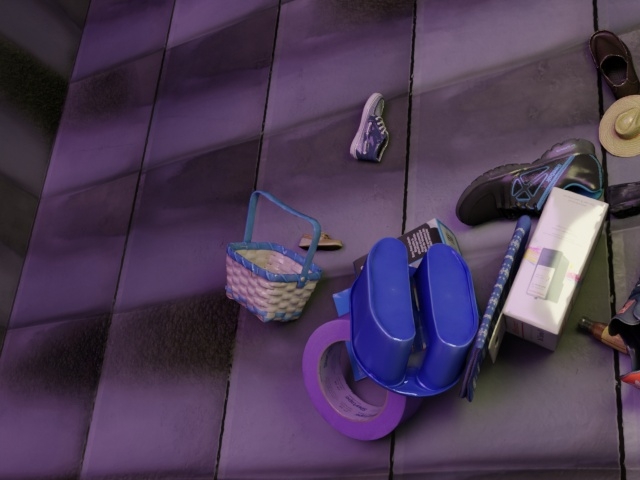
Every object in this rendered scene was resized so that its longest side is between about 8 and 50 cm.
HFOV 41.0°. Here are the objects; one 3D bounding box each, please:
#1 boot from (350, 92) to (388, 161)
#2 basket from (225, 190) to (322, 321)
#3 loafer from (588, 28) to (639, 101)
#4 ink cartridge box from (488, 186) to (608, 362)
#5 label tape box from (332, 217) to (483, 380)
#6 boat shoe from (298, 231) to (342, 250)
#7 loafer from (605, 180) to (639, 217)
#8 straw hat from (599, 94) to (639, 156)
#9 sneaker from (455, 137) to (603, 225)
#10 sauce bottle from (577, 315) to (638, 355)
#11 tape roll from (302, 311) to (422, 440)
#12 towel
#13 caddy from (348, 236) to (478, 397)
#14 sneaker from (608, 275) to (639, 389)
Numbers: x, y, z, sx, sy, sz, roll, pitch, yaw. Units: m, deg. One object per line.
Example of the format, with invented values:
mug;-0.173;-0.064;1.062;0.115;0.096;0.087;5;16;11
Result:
boot;0.152;-0.299;2.288;0.086;0.069;0.190;16;85;33
basket;-0.120;0.042;2.183;0.254;0.201;0.289;33;119;41
loafer;0.671;-0.410;1.953;0.080;0.078;0.220;-30;52;20
ink cartridge box;0.461;0.095;1.738;0.119;0.207;0.353;22;80;19
label tape box;0.176;0.141;1.996;0.347;0.115;0.249;-28;54;19
boat shoe;0.000;0.000;2.240;0.135;0.050;0.045;1;72;36
loafer;0.701;-0.111;1.772;0.223;0.076;0.078;-17;65;33
straw hat;0.671;-0.255;1.859;0.144;0.061;0.144;-5;79;28
sneaker;0.461;-0.102;1.912;0.341;0.125;0.140;-27;58;25
sauce bottle;0.579;0.188;1.723;0.128;0.042;0.042;30;86;40
tape roll;0.093;0.296;1.894;0.274;0.090;0.275;11;108;36
towel;0.360;0.138;1.740;0.040;0.243;0.336;18;57;14
caddy;0.184;0.155;1.744;0.241;0.179;0.341;7;45;-6
sneaker;0.627;0.120;1.634;0.148;0.131;0.350;8;65;-4
